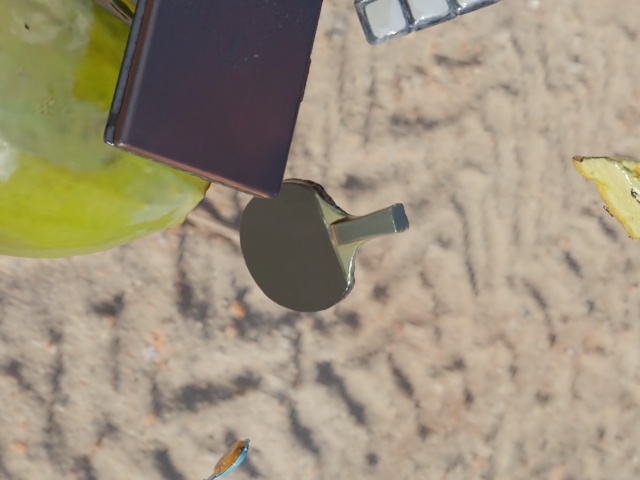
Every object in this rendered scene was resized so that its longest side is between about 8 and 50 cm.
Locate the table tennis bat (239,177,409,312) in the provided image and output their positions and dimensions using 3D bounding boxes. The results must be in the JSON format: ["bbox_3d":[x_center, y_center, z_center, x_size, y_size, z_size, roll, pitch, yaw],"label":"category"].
[{"bbox_3d":[0.000,0.000,1.471,0.019,0.220,0.130,-23,95,-43],"label":"table tennis bat"}]

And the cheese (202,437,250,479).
[{"bbox_3d":[-0.115,0.264,1.808,0.111,0.017,0.047,-46,-173,25],"label":"cheese"}]

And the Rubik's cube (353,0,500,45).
[{"bbox_3d":[0.128,-0.352,1.550,0.237,0.238,0.237,-63,131,-71],"label":"Rubik's cube"}]

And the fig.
[{"bbox_3d":[-0.247,-0.131,1.369,0.343,0.343,0.343,-28,127,-43],"label":"fig"}]

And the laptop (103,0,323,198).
[{"bbox_3d":[-0.078,-0.149,1.224,0.154,0.026,0.207,18,77,-29],"label":"laptop"}]

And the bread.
[{"bbox_3d":[0.252,-0.022,1.242,0.109,0.084,0.080,15,88,-11],"label":"bread"}]
